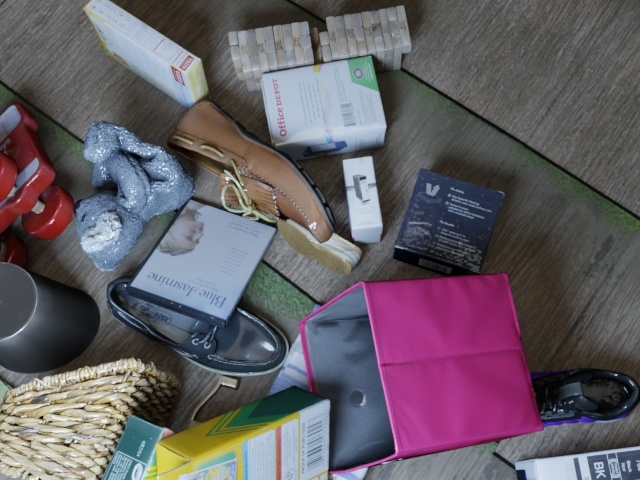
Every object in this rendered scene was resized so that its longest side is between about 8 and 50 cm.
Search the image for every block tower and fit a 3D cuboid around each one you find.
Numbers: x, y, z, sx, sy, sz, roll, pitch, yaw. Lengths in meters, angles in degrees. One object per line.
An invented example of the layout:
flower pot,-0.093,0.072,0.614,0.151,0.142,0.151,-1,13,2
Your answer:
block tower,0.000,-0.363,1.655,0.335,0.097,0.091,-9,73,0

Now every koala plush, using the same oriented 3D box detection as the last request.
koala plush,-0.350,-0.057,1.524,0.203,0.196,0.221,24,71,-2

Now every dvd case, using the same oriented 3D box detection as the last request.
dvd case,-0.203,0.033,1.512,0.180,0.022,0.253,19,44,6

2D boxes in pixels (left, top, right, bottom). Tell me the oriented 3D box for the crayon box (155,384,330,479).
crayon box,-0.124,0.357,1.251,0.083,0.323,0.203,13,109,41

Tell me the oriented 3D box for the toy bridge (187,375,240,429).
toy bridge,-0.195,0.324,1.485,0.063,0.026,0.188,14,74,8

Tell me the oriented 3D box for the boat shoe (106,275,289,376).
boat shoe,-0.218,0.139,1.496,0.340,0.113,0.127,25,75,8

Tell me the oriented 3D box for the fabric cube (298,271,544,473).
fabric cube,0.146,0.208,1.354,0.258,0.254,0.259,-2,72,-26

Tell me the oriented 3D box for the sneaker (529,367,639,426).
sneaker,0.389,0.256,1.432,0.293,0.146,0.102,-6,73,-1

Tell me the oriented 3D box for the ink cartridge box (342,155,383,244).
ink cartridge box,0.075,-0.071,1.561,0.056,0.099,0.135,-7,72,0

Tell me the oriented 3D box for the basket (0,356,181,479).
basket,-0.376,0.271,1.363,0.213,0.299,0.223,19,78,9

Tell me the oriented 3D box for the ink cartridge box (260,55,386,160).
ink cartridge box,0.004,-0.243,1.618,0.212,0.093,0.154,-10,73,-3

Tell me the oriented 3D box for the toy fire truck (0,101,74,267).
toy fire truck,-0.600,-0.078,1.545,0.302,0.169,0.254,-43,50,8

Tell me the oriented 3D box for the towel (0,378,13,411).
towel,-0.581,0.288,1.503,0.148,0.027,0.110,33,78,9

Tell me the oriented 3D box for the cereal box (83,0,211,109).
cereal box,-0.317,-0.343,1.613,0.240,0.173,0.047,34,76,10

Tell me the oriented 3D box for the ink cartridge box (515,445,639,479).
ink cartridge box,0.494,0.361,1.389,0.332,0.165,0.065,-9,73,0

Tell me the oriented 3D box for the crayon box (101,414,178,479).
crayon box,-0.201,0.408,1.315,0.081,0.318,0.202,11,72,37

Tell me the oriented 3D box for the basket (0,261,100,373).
basket,-0.497,0.126,1.446,0.204,0.227,0.154,-20,74,-5

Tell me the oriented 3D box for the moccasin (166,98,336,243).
moccasin,-0.128,-0.108,1.533,0.380,0.139,0.147,39,79,20

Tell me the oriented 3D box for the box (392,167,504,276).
box,0.227,-0.025,1.547,0.156,0.093,0.158,18,75,7

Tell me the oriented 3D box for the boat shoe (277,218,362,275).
boat shoe,0.000,0.000,1.566,0.170,0.063,0.059,34,53,18

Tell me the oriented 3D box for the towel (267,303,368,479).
towel,0.023,0.261,1.469,0.209,0.034,0.285,25,63,8
